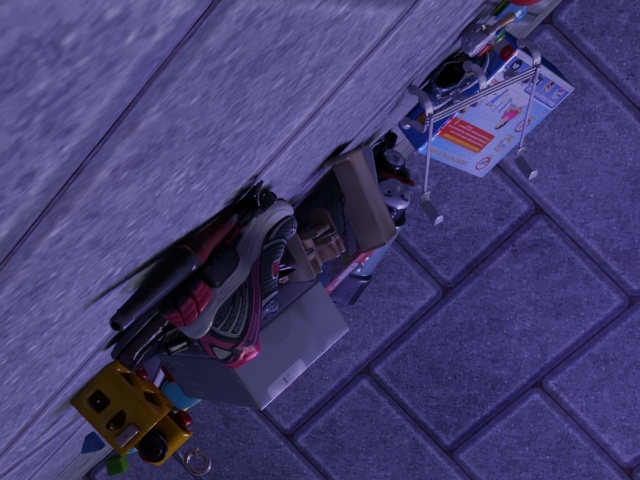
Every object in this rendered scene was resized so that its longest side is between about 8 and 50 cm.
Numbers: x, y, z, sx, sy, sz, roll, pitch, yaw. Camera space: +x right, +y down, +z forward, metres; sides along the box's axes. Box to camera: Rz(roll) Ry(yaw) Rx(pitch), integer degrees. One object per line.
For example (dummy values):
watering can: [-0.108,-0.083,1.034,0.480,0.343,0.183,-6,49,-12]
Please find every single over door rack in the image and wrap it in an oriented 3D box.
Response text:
over door rack: [0.275,-0.203,1.638,0.240,0.108,0.324,-25,142,-9]

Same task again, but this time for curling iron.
curling iron: [-0.132,0.009,0.951,0.068,0.035,0.274,-38,-176,46]

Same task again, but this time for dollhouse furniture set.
dollhouse furniture set: [-0.019,-0.033,1.494,0.242,0.161,0.212,-22,-175,19]

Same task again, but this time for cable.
cable: [0.104,-0.158,1.920,0.184,0.047,0.150,-42,176,-37]

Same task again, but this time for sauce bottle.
sauce bottle: [-0.072,-0.002,1.737,0.128,0.042,0.042,-48,177,23]

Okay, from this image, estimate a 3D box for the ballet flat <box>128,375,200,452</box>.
ballet flat: [-0.278,0.283,1.592,0.231,0.077,0.077,-41,-163,-12]

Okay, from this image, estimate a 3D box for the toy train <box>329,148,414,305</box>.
toy train: [0.080,-0.024,1.776,0.190,0.142,0.334,-93,-153,-44]

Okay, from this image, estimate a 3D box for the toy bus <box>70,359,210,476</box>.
toy bus: [-0.279,0.276,1.351,0.202,0.190,0.104,0,-175,10]

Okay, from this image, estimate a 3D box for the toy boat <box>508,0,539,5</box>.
toy boat: [0.280,-0.317,0.920,0.231,0.151,0.151,-43,177,-25]

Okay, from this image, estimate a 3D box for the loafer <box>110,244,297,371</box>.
loafer: [-0.150,0.084,1.237,0.302,0.095,0.109,-43,177,-31]

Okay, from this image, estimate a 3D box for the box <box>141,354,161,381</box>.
box: [-0.290,0.216,1.601,0.183,0.056,0.231,-44,177,1]

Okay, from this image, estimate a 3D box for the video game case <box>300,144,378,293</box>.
video game case: [0.032,-0.022,1.702,0.025,0.204,0.285,9,147,-26]

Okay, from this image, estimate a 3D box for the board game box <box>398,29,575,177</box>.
board game box: [0.374,-0.298,1.993,0.302,0.086,0.308,-45,149,22]

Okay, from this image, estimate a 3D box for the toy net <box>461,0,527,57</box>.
toy net: [0.289,-0.366,1.562,0.122,0.045,0.232,-44,177,43]

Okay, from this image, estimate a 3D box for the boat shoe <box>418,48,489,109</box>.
boat shoe: [0.262,-0.315,1.667,0.183,0.065,0.083,-43,176,-22]

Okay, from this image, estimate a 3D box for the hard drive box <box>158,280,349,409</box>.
hard drive box: [-0.102,0.146,1.290,0.181,0.089,0.232,-39,-164,-29]

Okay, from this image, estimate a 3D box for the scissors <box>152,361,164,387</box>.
scissors: [-0.235,0.176,1.445,0.109,0.021,0.297,-41,160,-41]

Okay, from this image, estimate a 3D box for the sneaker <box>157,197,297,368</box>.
sneaker: [-0.094,0.047,1.095,0.121,0.112,0.299,-36,-168,31]
